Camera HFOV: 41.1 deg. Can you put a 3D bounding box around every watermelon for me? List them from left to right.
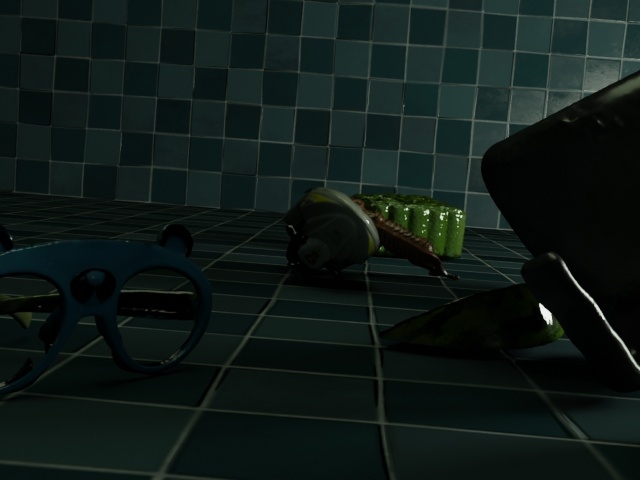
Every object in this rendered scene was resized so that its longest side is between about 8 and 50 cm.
[{"bbox_3d":[0.171,0.082,0.865,0.245,0.063,0.119,-8,-7,-44],"label":"watermelon"}]

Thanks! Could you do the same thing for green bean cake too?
[{"bbox_3d":[0.168,-0.034,1.790,0.222,0.125,0.248,3,5,-12],"label":"green bean cake"}]

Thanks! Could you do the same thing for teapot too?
[{"bbox_3d":[0.295,0.002,0.750,0.223,0.285,0.305,-27,1,13],"label":"teapot"}]

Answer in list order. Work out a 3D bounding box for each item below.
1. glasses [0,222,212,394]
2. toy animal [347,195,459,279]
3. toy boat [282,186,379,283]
[{"bbox_3d":[-0.209,0.070,0.635,0.239,0.102,0.206,-2,-20,-45],"label":"glasses"},{"bbox_3d":[0.122,0.002,1.390,0.241,0.057,0.099,31,-2,5],"label":"toy animal"},{"bbox_3d":[0.003,-0.004,1.273,0.140,0.141,0.269,4,1,-5],"label":"toy boat"}]
